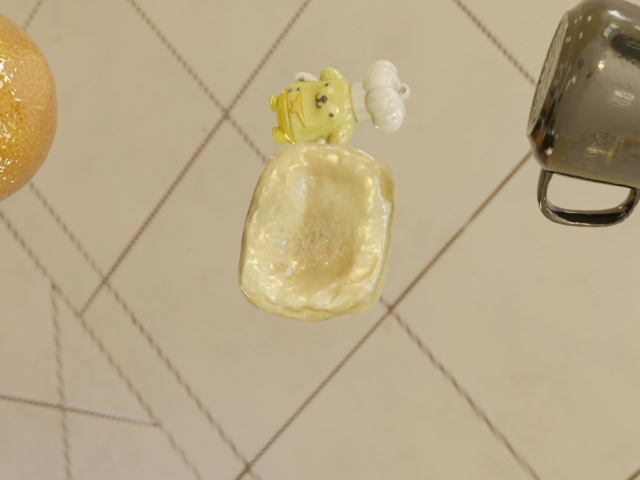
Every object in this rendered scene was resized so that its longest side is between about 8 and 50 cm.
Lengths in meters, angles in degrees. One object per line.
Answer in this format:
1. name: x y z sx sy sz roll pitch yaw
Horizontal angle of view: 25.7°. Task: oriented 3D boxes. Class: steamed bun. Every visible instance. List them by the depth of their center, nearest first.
1. steamed bun: 0.000 0.000 1.374 0.141 0.155 0.172 12 82 3

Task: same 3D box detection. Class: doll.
1. doll: 0.023 -0.152 1.586 0.162 0.062 0.106 -12 72 11

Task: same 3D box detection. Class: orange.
1. orange: -0.445 -0.171 1.712 0.264 0.264 0.264 9 105 33

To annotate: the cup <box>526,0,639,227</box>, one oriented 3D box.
1. cup: 0.282 -0.106 1.297 0.176 0.169 0.223 14 122 -1
